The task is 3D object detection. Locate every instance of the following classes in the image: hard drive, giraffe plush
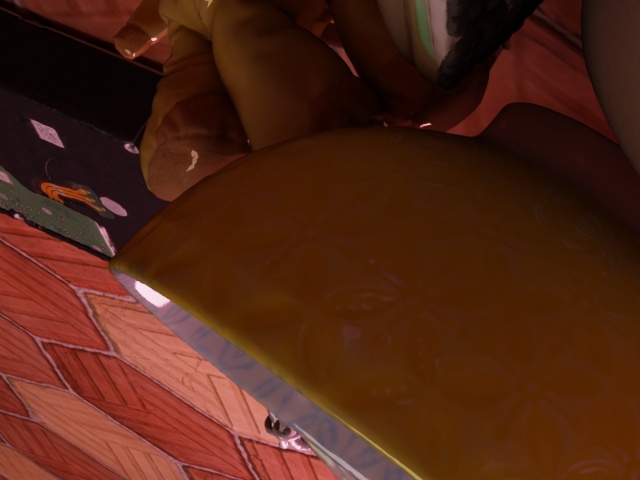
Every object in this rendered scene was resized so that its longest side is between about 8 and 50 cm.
[{"bbox_3d":[-0.172,-0.065,1.275,0.339,0.064,0.237,22,157,22],"label":"hard drive"},{"bbox_3d":[-0.033,-0.143,0.817,0.210,0.181,0.170,-120,7,-46],"label":"giraffe plush"}]

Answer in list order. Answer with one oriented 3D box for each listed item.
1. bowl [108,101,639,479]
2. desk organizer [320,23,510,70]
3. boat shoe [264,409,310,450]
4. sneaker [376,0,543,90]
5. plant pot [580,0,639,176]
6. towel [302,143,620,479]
[{"bbox_3d":[0.073,0.039,0.727,0.289,0.156,0.289,37,172,6],"label":"bowl"},{"bbox_3d":[0.024,-0.106,0.923,0.130,0.050,0.047,17,155,35],"label":"desk organizer"},{"bbox_3d":[0.006,0.113,1.367,0.306,0.105,0.113,24,158,20],"label":"boat shoe"},{"bbox_3d":[0.013,-0.221,0.588,0.182,0.158,0.410,32,155,29],"label":"sneaker"},{"bbox_3d":[0.191,-0.065,0.554,0.256,0.256,0.274,38,176,-16],"label":"plant pot"},{"bbox_3d":[0.154,0.123,0.989,0.325,0.248,0.038,54,-168,-24],"label":"towel"}]
